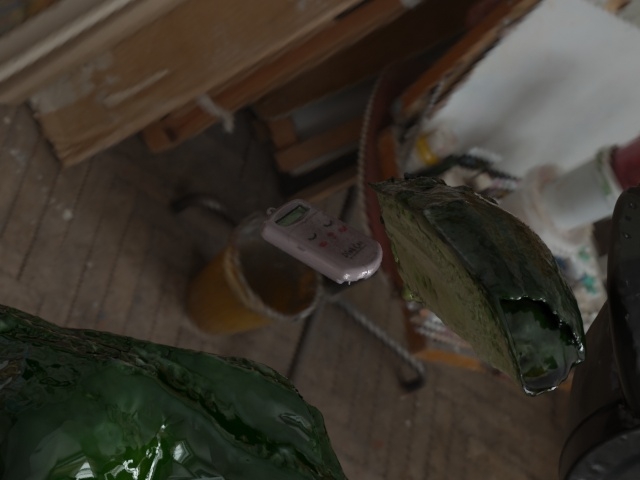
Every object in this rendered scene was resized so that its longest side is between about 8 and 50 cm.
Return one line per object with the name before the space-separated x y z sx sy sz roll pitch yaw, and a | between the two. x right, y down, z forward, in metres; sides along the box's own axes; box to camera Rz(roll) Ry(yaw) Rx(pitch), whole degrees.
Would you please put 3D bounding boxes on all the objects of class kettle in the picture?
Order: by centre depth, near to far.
kettle | 0.332 0.107 1.233 0.321 0.228 0.324 59 29 -28

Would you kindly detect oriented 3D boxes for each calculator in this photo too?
calculator | 0.000 0.000 1.760 0.175 0.032 0.100 30 37 17

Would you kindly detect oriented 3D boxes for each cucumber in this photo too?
cucumber | 0.135 0.022 1.057 0.105 0.325 0.145 -20 106 -5

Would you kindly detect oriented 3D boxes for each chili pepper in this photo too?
chili pepper | -0.109 0.145 0.635 0.384 0.167 0.213 23 90 2
